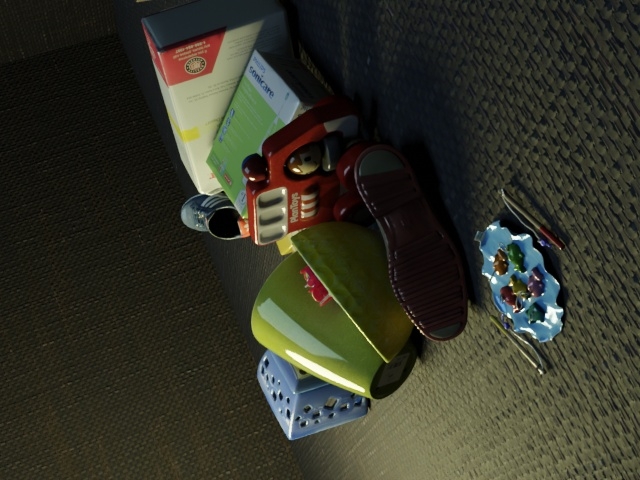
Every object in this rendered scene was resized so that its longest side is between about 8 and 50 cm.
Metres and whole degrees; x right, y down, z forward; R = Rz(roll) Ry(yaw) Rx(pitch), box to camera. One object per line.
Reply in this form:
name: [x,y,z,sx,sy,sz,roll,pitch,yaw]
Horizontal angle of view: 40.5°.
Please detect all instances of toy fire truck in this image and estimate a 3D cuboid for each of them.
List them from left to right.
toy fire truck: [-0.021,-0.121,1.616,0.302,0.253,0.169,92,153,-54]

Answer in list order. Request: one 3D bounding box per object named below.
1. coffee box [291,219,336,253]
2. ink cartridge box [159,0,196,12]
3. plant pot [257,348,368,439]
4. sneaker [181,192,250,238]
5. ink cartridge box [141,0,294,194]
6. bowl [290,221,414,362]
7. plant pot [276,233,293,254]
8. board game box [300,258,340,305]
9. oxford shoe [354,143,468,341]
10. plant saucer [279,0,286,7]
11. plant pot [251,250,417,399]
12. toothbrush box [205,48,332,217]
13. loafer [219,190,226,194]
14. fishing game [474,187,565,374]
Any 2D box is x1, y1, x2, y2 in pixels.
coffee box: [0.000,0.000,1.991,0.247,0.098,0.141,87,157,-47]
ink cartridge box: [-0.291,-0.498,2.242,0.233,0.168,0.171,-125,21,-46]
plant pot: [-0.018,0.338,2.252,0.236,0.235,0.212,-124,27,-42]
sneaker: [-0.324,-0.068,2.648,0.350,0.148,0.131,-2,113,38]
ink cartridge box: [-0.199,-0.326,1.898,0.385,0.279,0.160,81,162,-44]
bowl: [0.091,0.062,1.587,0.289,0.156,0.289,51,180,0]
plant pot: [-0.065,-0.019,2.242,0.083,0.081,0.081,-29,81,62]
board game box: [-0.011,0.085,1.669,0.133,0.033,0.169,52,179,14]
oxford shoe: [0.164,-0.003,1.463,0.130,0.123,0.348,-49,-60,-77]
plant saucer: [-0.088,-0.517,1.807,0.083,0.015,0.083,160,90,-75]
plant pot: [0.051,0.192,1.821,0.293,0.274,0.275,37,147,36]
toothbrush box: [-0.100,-0.212,1.783,0.206,0.122,0.283,53,127,40]
loafer: [-0.311,-0.221,2.728,0.134,0.130,0.366,-168,59,-72]
fishing game: [0.275,0.059,1.234,0.189,0.041,0.264,53,157,41]
